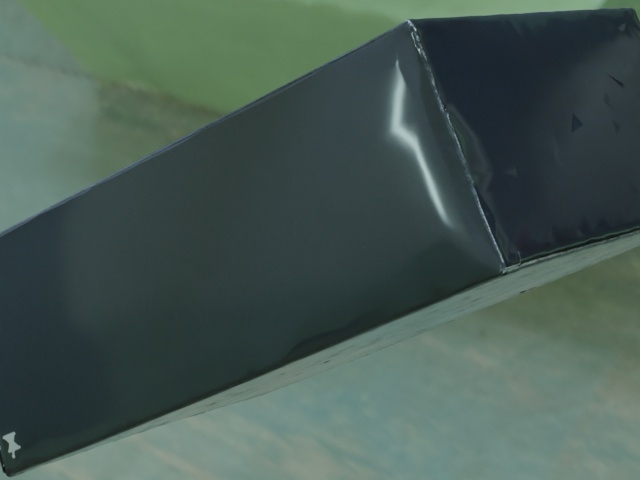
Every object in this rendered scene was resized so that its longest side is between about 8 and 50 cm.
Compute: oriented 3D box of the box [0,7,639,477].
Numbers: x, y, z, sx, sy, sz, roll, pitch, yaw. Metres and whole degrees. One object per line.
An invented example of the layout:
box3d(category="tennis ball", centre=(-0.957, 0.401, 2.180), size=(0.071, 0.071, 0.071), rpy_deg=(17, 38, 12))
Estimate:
box3d(category="box", centre=(0.000, 0.000, 0.793), size=(0.261, 0.184, 0.103), rpy_deg=(-24, 86, 34))
